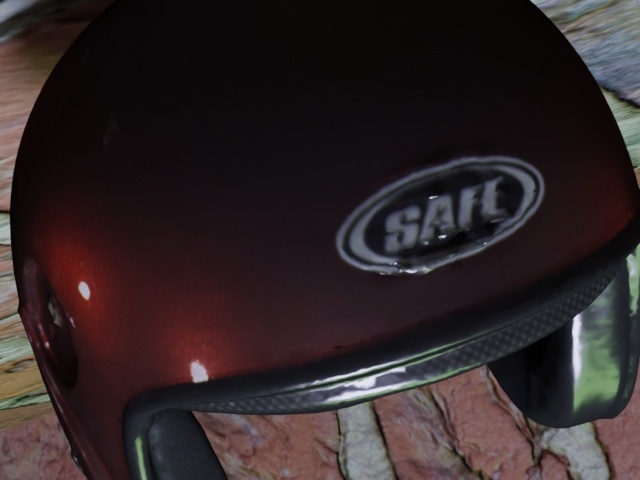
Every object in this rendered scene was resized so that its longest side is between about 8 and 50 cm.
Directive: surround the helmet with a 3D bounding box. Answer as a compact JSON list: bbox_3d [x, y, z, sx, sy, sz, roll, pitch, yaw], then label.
[{"bbox_3d":[0.000,0.000,0.529,0.189,0.193,0.216,-19,-175,-17],"label":"helmet"}]
